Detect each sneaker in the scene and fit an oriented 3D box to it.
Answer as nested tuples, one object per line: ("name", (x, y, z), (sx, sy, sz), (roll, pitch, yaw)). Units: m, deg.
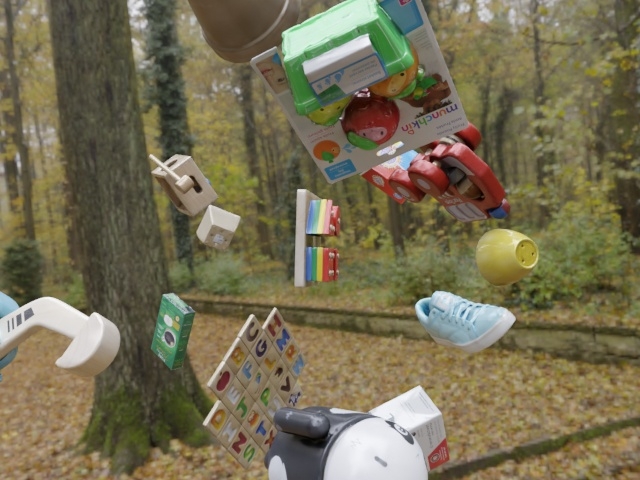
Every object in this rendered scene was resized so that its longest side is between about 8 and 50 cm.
("sneaker", (0.362, 0.206, 1.743), (0.135, 0.150, 0.366), (-50, 10, -22))

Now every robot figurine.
("robot figurine", (0.033, 0.340, 0.979), (0.209, 0.174, 0.278), (8, -11, -35))

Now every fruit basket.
("fruit basket", (0.088, -0.275, 1.257), (0.327, 0.353, 0.165), (-21, 39, 15))

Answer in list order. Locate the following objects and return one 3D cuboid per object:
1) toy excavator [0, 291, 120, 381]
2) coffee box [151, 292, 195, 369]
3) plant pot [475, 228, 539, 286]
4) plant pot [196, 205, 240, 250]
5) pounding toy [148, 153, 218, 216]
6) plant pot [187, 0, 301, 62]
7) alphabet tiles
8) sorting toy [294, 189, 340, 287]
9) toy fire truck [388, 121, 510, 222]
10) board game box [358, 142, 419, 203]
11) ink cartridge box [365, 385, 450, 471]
("toy excavator", (-0.708, 0.193, 1.407), (0.445, 0.433, 0.222), (-36, -28, -4))
("coffee box", (-0.409, 0.251, 1.797), (0.113, 0.184, 0.040), (31, 25, 36))
("plant pot", (0.433, 0.035, 1.463), (0.134, 0.134, 0.095), (-7, -3, -24))
("plant pot", (-0.314, -0.028, 2.009), (0.109, 0.109, 0.096), (22, 19, -19))
("pounding toy", (-0.331, -0.157, 1.585), (0.094, 0.181, 0.206), (-40, 25, -17))
("plant pot", (-0.262, -0.727, 1.881), (0.323, 0.323, 0.280), (-6, -21, 26))
("alphabet tiles", (-0.129, 0.322, 1.404), (0.011, 0.285, 0.342), (13, -34, 30))
("sorting toy", (0.000, 0.000, 1.793), (0.089, 0.255, 0.257), (1, -2, 10))
("toy fire truck", (0.328, -0.141, 1.554), (0.254, 0.169, 0.302), (38, -11, -10))
("board game box", (0.234, -0.315, 2.498), (0.064, 0.316, 0.242), (-52, 6, 48))
("ink cartridge box", (0.175, 0.523, 1.648), (0.273, 0.197, 0.114), (-24, 35, -11))
